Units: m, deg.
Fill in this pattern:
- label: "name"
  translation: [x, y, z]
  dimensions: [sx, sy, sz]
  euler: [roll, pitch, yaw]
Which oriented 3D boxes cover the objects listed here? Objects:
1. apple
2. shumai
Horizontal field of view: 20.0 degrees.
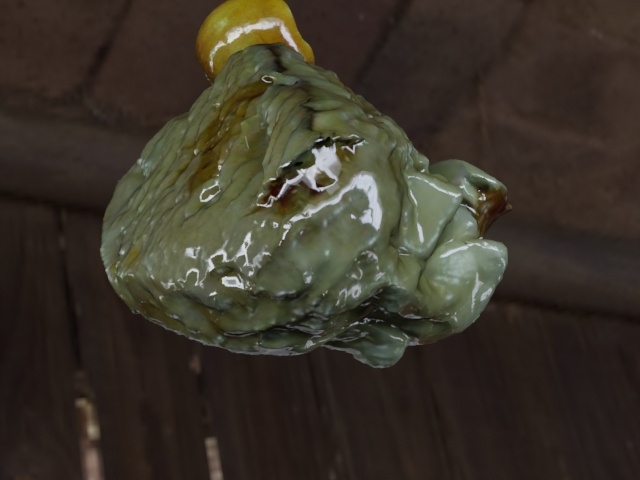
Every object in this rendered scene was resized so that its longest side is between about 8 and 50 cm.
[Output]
- label: "apple"
  translation: [-0.059, -0.175, 1.701]
  dimensions: [0.102, 0.114, 0.099]
  euler: [-37, -178, 10]
- label: "shumai"
  translation: [-0.001, -0.001, 1.142]
  dimensions: [0.218, 0.256, 0.189]
  euler: [31, 105, -25]
